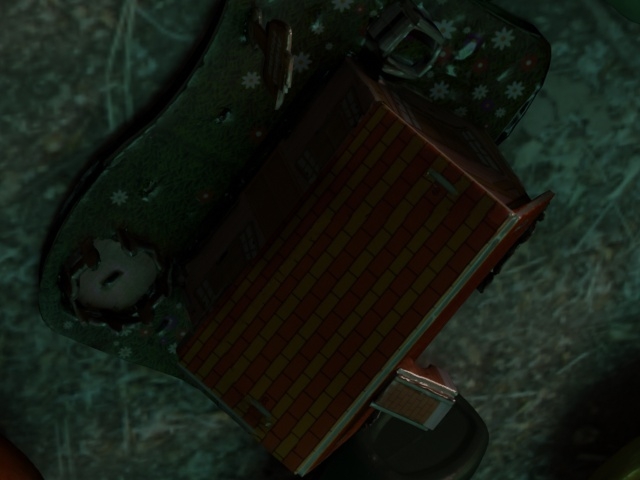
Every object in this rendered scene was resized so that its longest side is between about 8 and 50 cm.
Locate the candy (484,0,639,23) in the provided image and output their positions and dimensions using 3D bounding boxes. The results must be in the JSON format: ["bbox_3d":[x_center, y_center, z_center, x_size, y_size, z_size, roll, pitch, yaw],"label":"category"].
[{"bbox_3d":[0.245,-0.196,0.945,0.398,0.172,0.263,24,104,-11],"label":"candy"}]

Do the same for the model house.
[{"bbox_3d":[0.000,0.001,0.971,0.207,0.154,0.294,25,113,-34],"label":"model house"}]

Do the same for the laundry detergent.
[{"bbox_3d":[0.013,0.188,1.143,0.144,0.078,0.222,-28,157,-50],"label":"laundry detergent"}]

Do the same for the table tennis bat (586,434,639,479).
[{"bbox_3d":[0.220,0.199,1.228,0.321,0.050,0.198,-39,139,22],"label":"table tennis bat"}]

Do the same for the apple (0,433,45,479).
[{"bbox_3d":[-0.259,0.198,1.000,0.235,0.173,0.210,-39,128,10],"label":"apple"}]
